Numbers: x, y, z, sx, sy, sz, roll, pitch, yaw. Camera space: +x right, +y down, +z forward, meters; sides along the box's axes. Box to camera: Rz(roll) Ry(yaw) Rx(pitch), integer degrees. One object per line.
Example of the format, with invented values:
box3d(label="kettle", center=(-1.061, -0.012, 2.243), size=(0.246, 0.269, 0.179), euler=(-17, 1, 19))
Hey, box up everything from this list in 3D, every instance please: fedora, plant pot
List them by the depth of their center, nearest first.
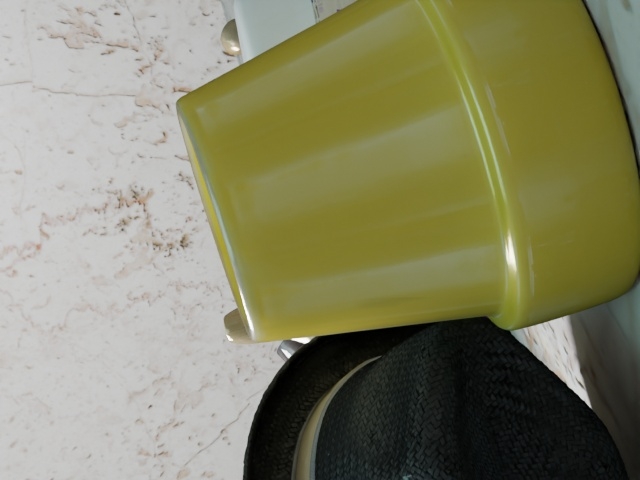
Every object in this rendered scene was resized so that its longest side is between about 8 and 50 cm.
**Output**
box3d(label="plant pot", center=(0.044, -0.049, 0.916), size=(0.254, 0.239, 0.254), euler=(163, 90, -84))
box3d(label="fedora", center=(0.111, 0.174, 0.973), size=(0.152, 0.334, 0.334), euler=(-55, 49, 54))

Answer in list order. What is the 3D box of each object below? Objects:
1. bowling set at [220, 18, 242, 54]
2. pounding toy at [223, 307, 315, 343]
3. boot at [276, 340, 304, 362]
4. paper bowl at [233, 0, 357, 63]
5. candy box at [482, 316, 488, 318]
box3d(label="bowling set", center=(-0.045, -0.191, 1.489), size=(0.287, 0.154, 0.200), euler=(-149, 57, -64))
box3d(label="pounding toy", center=(0.000, 0.000, 1.355), size=(0.269, 0.154, 0.155), euler=(-81, -15, -56))
box3d(label="boot", center=(0.090, 0.198, 1.738), size=(0.280, 0.096, 0.264), euler=(40, 176, 9))
box3d(label="paper bowl", center=(0.013, -0.137, 1.241), size=(0.284, 0.148, 0.284), euler=(167, 90, -87))
box3d(label="candy box", center=(0.103, 0.042, 1.449), size=(0.233, 0.071, 0.159), euler=(-120, 14, -67))
